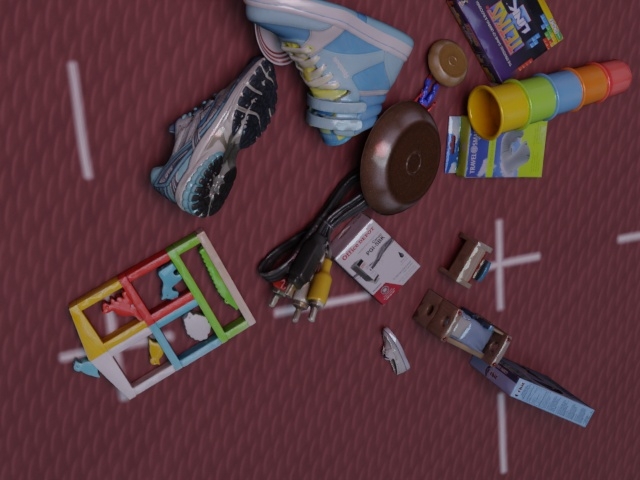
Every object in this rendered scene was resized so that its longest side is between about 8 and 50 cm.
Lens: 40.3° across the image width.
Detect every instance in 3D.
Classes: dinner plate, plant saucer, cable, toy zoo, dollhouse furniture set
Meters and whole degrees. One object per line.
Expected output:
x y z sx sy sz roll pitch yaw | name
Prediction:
-0.061 -0.345 1.360 0.141 0.017 0.141 -22 117 -50 | dinner plate
0.145 -0.133 1.459 0.199 0.036 0.198 -23 124 -41 | plant saucer
0.000 0.000 1.478 0.287 0.139 0.072 -58 140 -18 | cable
0.221 -0.304 1.482 0.083 0.015 0.083 3 82 -27 | plant saucer
-0.277 0.133 1.440 0.293 0.030 0.192 -30 111 -9 | toy zoo
0.283 0.106 1.565 0.129 0.129 0.183 27 94 -23 | dollhouse furniture set

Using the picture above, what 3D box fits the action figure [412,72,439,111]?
0.179 -0.242 1.495 0.038 0.030 0.115 27 97 -28 | action figure

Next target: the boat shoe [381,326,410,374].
0.130 0.204 1.594 0.035 0.035 0.100 -31 118 -11 | boat shoe

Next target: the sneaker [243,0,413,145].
-0.002 -0.258 1.343 0.319 0.127 0.208 10 104 -39 | sneaker

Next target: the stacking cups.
0.410 -0.248 1.517 0.316 0.096 0.096 -15 109 -25 | stacking cups

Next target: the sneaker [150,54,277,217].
-0.169 -0.180 1.351 0.283 0.122 0.110 -61 156 -16 | sneaker

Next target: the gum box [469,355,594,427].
0.393 0.273 1.632 0.184 0.157 0.041 25 96 -23 | gum box

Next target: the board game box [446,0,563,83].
0.317 -0.378 1.493 0.141 0.048 0.170 -38 112 -7 | board game box

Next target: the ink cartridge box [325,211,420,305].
0.091 0.031 1.521 0.135 0.056 0.099 42 89 -24 | ink cartridge box

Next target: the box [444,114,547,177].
0.313 -0.167 1.551 0.178 0.042 0.109 -2 104 -19 | box
